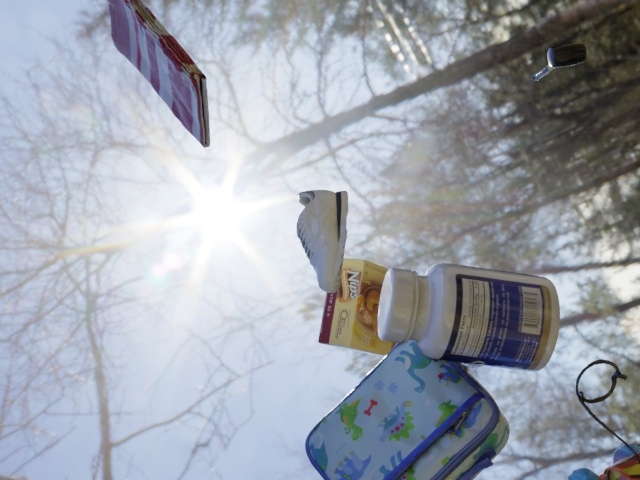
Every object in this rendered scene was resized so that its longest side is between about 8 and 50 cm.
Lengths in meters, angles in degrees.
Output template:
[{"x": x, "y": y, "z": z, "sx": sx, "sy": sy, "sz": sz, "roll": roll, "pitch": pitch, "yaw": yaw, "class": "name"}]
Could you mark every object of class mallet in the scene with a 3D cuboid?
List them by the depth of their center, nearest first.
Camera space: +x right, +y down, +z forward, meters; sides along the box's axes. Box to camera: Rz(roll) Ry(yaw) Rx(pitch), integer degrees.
[{"x": 0.417, "y": -0.319, "z": 1.501, "sx": 0.190, "sy": 0.062, "sz": 0.039, "roll": 162, "pitch": 97, "yaw": -79, "class": "mallet"}]

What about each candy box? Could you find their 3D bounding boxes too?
[{"x": 0.131, "y": 0.157, "z": 1.773, "sx": 0.316, "sy": 0.088, "sz": 0.182, "roll": 21, "pitch": -103, "yaw": -52, "class": "candy box"}]

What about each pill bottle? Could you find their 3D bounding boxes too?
[{"x": 0.165, "y": 0.084, "z": 0.934, "sx": 0.112, "sy": 0.187, "sz": 0.111, "roll": -171, "pitch": 90, "yaw": -85, "class": "pill bottle"}]

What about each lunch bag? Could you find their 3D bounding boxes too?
[{"x": 0.106, "y": 0.238, "z": 0.986, "sx": 0.176, "sy": 0.219, "sz": 0.090, "roll": 47, "pitch": 178, "yaw": 40, "class": "lunch bag"}]

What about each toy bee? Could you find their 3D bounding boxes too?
[{"x": 0.373, "y": 0.318, "z": 0.981, "sx": 0.298, "sy": 0.195, "sz": 0.162, "roll": 54, "pitch": 175, "yaw": -33, "class": "toy bee"}]

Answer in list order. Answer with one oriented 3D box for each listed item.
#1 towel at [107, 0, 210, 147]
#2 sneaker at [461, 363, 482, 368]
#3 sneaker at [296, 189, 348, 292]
[{"x": -0.329, "y": -0.357, "z": 1.638, "sx": 0.329, "sy": 0.037, "sz": 0.237, "roll": 49, "pitch": 160, "yaw": 18, "class": "towel"}, {"x": 0.331, "y": 0.206, "z": 1.742, "sx": 0.319, "sy": 0.131, "sz": 0.112, "roll": 75, "pitch": -149, "yaw": -75, "class": "sneaker"}, {"x": 0.000, "y": 0.000, "z": 1.504, "sx": 0.090, "sy": 0.095, "sz": 0.235, "roll": 103, "pitch": 172, "yaw": -45, "class": "sneaker"}]
